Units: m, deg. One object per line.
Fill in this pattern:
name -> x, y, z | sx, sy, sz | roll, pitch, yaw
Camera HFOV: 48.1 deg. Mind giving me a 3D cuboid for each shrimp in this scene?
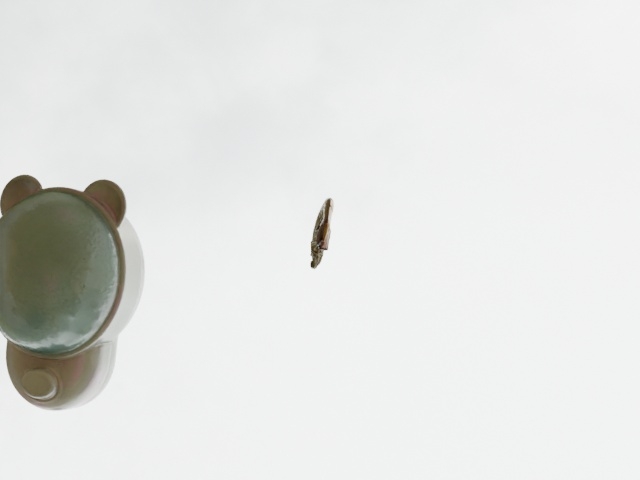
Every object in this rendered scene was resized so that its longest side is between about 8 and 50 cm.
shrimp -> 0.000, 0.000, 1.033 | 0.025, 0.127, 0.091 | 9, -144, -4

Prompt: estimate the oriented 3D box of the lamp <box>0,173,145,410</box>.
lamp -> -0.276, 0.057, 0.741 | 0.179, 0.108, 0.246 | 5, -87, 24
